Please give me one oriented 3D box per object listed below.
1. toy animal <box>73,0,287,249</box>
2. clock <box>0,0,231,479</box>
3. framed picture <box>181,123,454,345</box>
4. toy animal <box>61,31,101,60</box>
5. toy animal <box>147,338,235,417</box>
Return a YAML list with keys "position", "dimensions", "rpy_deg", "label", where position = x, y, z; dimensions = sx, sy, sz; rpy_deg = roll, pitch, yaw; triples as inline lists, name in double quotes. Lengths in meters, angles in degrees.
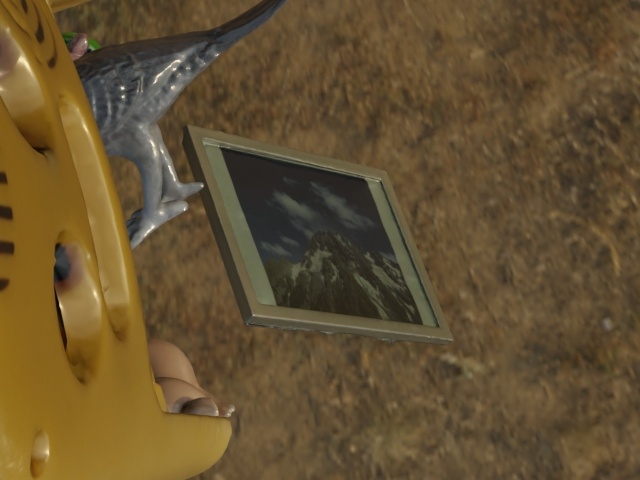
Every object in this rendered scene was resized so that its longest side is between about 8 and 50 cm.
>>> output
- position: [-0.157, -0.102, 1.326]
  dimensions: [0.367, 0.081, 0.205]
  rpy_deg: [-13, 107, -7]
  label: "toy animal"
- position: [-0.151, 0.002, 0.464]
  dimensions: [0.200, 0.317, 0.244]
  rpy_deg: [-20, 85, -2]
  label: "clock"
- position: [0.000, 0.000, 1.492]
  dimensions: [0.281, 0.209, 0.019]
  rpy_deg: [8, 142, -48]
  label: "framed picture"
- position: [-0.264, -0.167, 1.723]
  dimensions: [0.103, 0.208, 0.100]
  rpy_deg: [11, 103, -6]
  label: "toy animal"
- position: [-0.123, 0.118, 1.157]
  dimensions: [0.083, 0.150, 0.089]
  rpy_deg: [-44, 117, 0]
  label: "toy animal"
